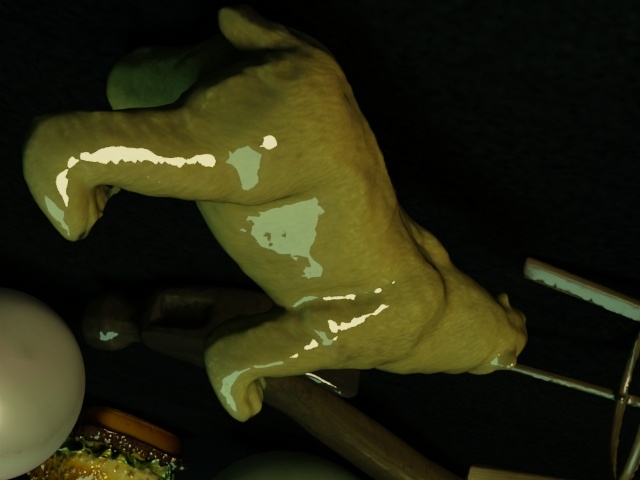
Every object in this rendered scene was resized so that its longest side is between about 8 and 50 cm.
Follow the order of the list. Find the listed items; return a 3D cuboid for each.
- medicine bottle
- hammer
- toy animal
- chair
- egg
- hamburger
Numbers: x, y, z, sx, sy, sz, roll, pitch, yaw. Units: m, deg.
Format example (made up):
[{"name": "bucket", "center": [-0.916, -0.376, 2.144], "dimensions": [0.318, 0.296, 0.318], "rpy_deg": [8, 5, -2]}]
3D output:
[{"name": "medicine bottle", "center": [-0.299, 0.100, 0.752], "dimensions": [0.341, 0.130, 0.130], "rpy_deg": [-7, 149, 40]}, {"name": "hammer", "center": [0.027, 0.138, 0.752], "dimensions": [0.168, 0.044, 0.440], "rpy_deg": [1, 154, 32]}, {"name": "toy animal", "center": [0.000, 0.000, 0.390], "dimensions": [0.101, 0.103, 0.219], "rpy_deg": [-21, 129, 17]}, {"name": "chair", "center": [0.181, 0.089, 0.479], "dimensions": [0.221, 0.095, 0.104], "rpy_deg": [11, 152, 6]}, {"name": "egg", "center": [-0.021, 0.260, 0.917], "dimensions": [0.192, 0.149, 0.149], "rpy_deg": [24, 155, -26]}, {"name": "hamburger", "center": [-0.214, 0.211, 1.002], "dimensions": [0.137, 0.087, 0.166], "rpy_deg": [29, 153, -30]}]
